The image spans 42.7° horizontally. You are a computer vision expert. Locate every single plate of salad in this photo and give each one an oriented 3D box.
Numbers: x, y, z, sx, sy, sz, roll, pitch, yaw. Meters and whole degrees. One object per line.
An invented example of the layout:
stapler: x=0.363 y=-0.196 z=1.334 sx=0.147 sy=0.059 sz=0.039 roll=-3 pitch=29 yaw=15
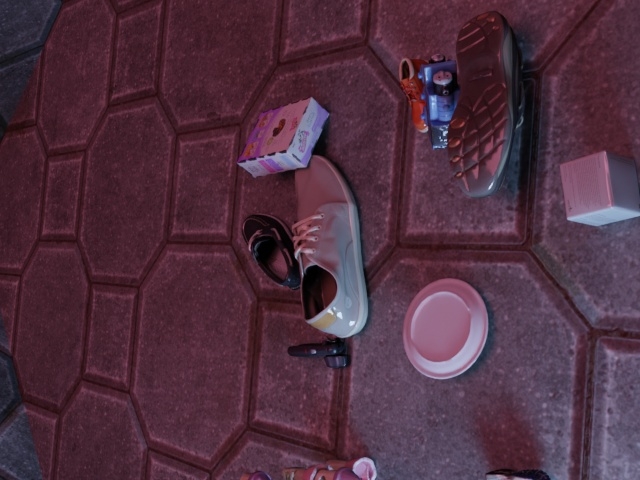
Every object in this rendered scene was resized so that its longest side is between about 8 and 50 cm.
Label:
plate of salad: x=0.247 y=0.174 z=1.611 sx=0.200 sy=0.048 sz=0.199 roll=-17 pitch=64 yaw=38

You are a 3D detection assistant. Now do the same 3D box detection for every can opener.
can opener: x=-0.014 y=0.254 z=1.881 sx=0.186 sy=0.059 sz=0.073 roll=-5 pitch=81 yaw=48

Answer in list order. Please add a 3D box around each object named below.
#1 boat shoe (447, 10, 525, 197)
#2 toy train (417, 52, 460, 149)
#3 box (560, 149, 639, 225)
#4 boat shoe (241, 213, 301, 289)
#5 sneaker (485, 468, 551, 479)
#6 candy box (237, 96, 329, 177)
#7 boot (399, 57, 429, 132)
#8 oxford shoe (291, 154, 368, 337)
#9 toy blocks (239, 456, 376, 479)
boat shoe: x=0.328 y=-0.246 z=1.524 sx=0.132 sy=0.130 sz=0.355 roll=-2 pitch=77 yaw=44
toy train: x=0.240 y=-0.273 z=1.609 sx=0.105 sy=0.080 sz=0.184 roll=-100 pitch=-1 yaw=-48
box: x=0.466 y=-0.085 z=1.362 sx=0.087 sy=0.101 sz=0.101 roll=-16 pitch=73 yaw=46
boat shoe: x=-0.122 y=0.017 z=2.014 sx=0.302 sy=0.091 sz=0.114 roll=37 pitch=111 yaw=45
sneaker: x=0.356 y=0.439 z=1.454 sx=0.135 sy=0.052 sz=0.058 roll=-17 pitch=81 yaw=54
candy box: x=-0.092 y=-0.248 z=1.991 sx=0.196 sy=0.070 sz=0.164 roll=-6 pitch=53 yaw=48
boot: x=0.198 y=-0.305 z=1.712 sx=0.059 sy=0.085 sz=0.157 roll=-12 pitch=77 yaw=45
oxford shoe: x=0.000 y=0.000 z=1.855 sx=0.169 sy=0.130 sz=0.449 roll=-33 pitch=58 yaw=45
toy blocks: x=0.003 y=0.587 z=1.622 sx=0.260 sy=0.309 sz=0.288 roll=-14 pitch=74 yaw=53
